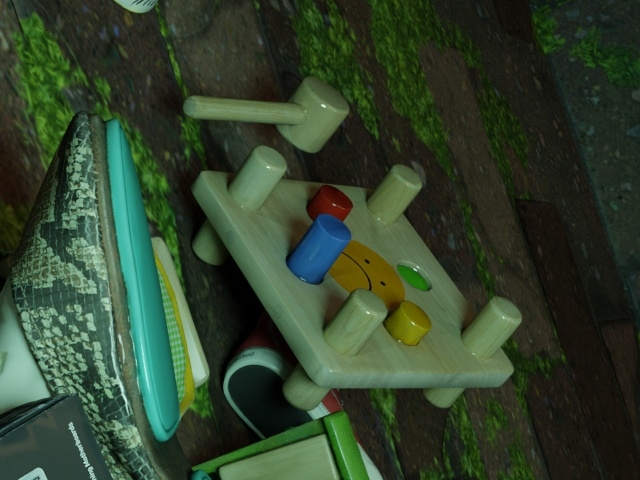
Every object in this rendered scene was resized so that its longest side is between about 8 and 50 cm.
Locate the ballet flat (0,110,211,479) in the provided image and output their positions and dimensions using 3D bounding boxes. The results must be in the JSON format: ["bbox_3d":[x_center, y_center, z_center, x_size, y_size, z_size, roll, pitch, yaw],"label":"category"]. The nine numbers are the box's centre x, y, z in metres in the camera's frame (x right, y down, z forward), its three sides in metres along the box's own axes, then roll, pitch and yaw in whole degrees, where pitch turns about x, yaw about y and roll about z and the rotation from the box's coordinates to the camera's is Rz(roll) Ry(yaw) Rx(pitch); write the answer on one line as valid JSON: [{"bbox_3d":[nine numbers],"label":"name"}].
[{"bbox_3d":[-0.142,0.162,1.144,0.164,0.182,0.482,-100,170,-88],"label":"ballet flat"}]

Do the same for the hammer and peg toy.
[{"bbox_3d":[0.000,0.000,1.577,0.266,0.127,0.361,4,42,-45],"label":"hammer and peg toy"}]

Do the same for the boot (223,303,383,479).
[{"bbox_3d":[0.009,0.167,1.610,0.244,0.088,0.176,58,23,-17],"label":"boot"}]

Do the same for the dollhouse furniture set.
[{"bbox_3d":[-0.098,0.118,1.315,0.197,0.151,0.301,-13,83,-67],"label":"dollhouse furniture set"}]

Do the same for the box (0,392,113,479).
[{"bbox_3d":[-0.186,0.278,0.991,0.242,0.076,0.307,-30,100,-49],"label":"box"}]

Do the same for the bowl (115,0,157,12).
[{"bbox_3d":[-0.170,-0.310,1.610,0.170,0.080,0.170,47,32,-42],"label":"bowl"}]
